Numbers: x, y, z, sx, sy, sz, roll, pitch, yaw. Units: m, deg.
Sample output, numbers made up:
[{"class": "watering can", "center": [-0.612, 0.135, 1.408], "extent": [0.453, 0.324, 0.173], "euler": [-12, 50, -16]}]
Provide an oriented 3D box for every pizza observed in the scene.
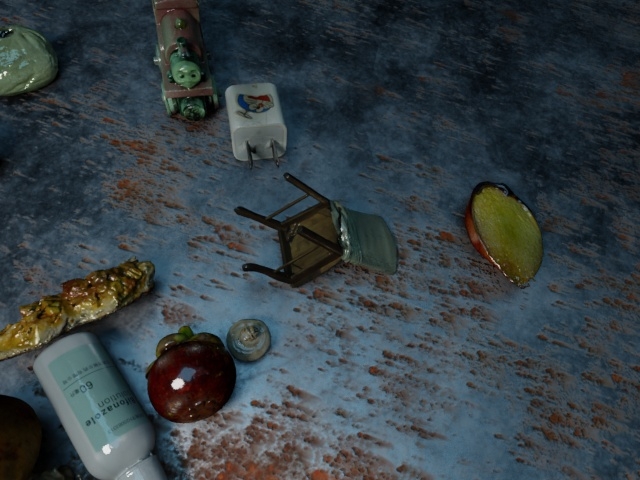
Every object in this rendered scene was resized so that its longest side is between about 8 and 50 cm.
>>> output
[{"class": "pizza", "center": [-0.445, 0.114, 0.781], "extent": [0.306, 0.161, 0.085], "euler": [-28, 101, -25]}]

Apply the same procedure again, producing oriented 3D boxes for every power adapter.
[{"class": "power adapter", "center": [-0.147, -0.252, 1.021], "extent": [0.130, 0.125, 0.204], "euler": [-9, 63, -12]}]

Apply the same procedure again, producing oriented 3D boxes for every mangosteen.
[{"class": "mangosteen", "center": [-0.232, 0.219, 0.752], "extent": [0.156, 0.145, 0.181], "euler": [-19, 66, -12]}]

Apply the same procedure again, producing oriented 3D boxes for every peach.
[{"class": "peach", "center": [0.414, -0.008, 0.988], "extent": [0.189, 0.068, 0.279], "euler": [10, 60, -10]}]

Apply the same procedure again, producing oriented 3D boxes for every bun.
[{"class": "bun", "center": [-0.778, -0.453, 1.068], "extent": [0.221, 0.108, 0.221], "euler": [3, 63, -5]}]

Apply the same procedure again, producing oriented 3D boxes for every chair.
[{"class": "chair", "center": [0.000, 0.000, 0.907], "extent": [0.186, 0.319, 0.160], "euler": [-30, 58, 29]}]

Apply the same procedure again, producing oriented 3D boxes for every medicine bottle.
[{"class": "medicine bottle", "center": [-0.338, 0.317, 0.709], "extent": [0.110, 0.110, 0.352], "euler": [-35, 71, -21]}]

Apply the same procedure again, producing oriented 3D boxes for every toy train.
[{"class": "toy train", "center": [-0.332, -0.451, 1.052], "extent": [0.150, 0.221, 0.304], "euler": [-11, 65, -14]}]

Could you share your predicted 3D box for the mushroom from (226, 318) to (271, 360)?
[{"class": "mushroom", "center": [-0.136, 0.184, 0.819], "extent": [0.085, 0.079, 0.085], "euler": [3, 65, -6]}]

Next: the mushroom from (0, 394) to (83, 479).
[{"class": "mushroom", "center": [-0.534, 0.387, 0.579], "extent": [0.346, 0.259, 0.345], "euler": [-22, 25, 11]}]
